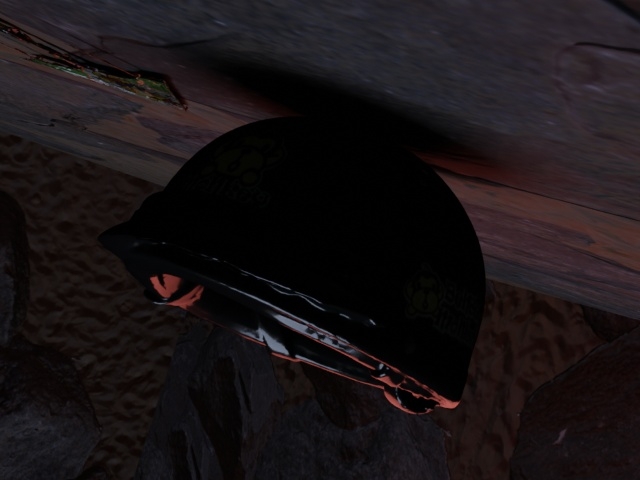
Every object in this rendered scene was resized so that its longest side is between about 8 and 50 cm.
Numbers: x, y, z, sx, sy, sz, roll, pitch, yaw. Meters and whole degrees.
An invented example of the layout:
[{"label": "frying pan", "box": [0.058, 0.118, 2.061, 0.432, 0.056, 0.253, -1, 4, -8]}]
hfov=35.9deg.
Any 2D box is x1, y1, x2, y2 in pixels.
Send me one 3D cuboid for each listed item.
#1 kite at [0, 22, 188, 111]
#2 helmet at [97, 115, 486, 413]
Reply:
[{"label": "kite", "box": [-0.189, -0.137, 0.740, 0.198, 0.006, 0.244, 17, 179, 39]}, {"label": "helmet", "box": [0.000, 0.000, 0.654, 0.230, 0.160, 0.279, 16, 163, 36]}]
